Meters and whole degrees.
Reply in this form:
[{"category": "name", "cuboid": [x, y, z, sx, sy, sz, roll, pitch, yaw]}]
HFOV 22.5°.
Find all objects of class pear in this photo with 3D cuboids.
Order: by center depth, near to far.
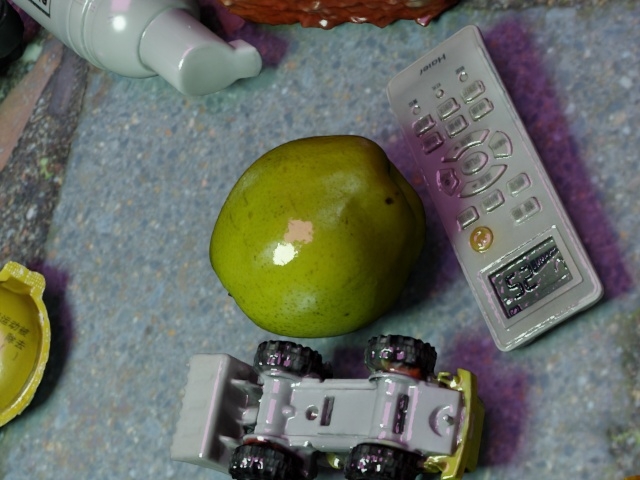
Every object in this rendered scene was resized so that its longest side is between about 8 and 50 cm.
[{"category": "pear", "cuboid": [0.001, 0.001, 1.453, 0.198, 0.198, 0.198, -12, 63, 25]}]

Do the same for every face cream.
[{"category": "face cream", "cuboid": [-0.216, -0.257, 1.721, 0.370, 0.145, 0.145, 39, 90, 35]}]

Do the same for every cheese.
[{"category": "cheese", "cuboid": [-0.364, 0.150, 1.672, 0.177, 0.069, 0.270, 21, 83, 36]}]

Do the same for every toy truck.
[{"category": "toy truck", "cuboid": [0.007, 0.161, 1.424, 0.286, 0.111, 0.136, -1, 66, 31]}]

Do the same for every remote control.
[{"category": "remote control", "cuboid": [0.159, -0.051, 1.472, 0.109, 0.055, 0.313, -33, 60, 21]}]

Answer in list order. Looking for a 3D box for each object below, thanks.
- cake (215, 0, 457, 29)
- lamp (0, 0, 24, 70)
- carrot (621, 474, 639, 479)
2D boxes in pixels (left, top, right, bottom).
[{"category": "cake", "cuboid": [-0.019, -0.391, 1.559, 0.269, 0.319, 0.270, 2, 70, 32]}, {"category": "lamp", "cuboid": [-0.541, -0.181, 1.837, 0.374, 0.205, 0.272, 8, 68, 21]}, {"category": "carrot", "cuboid": [0.262, 0.269, 1.268, 0.042, 0.042, 0.170, -18, 61, 23]}]
